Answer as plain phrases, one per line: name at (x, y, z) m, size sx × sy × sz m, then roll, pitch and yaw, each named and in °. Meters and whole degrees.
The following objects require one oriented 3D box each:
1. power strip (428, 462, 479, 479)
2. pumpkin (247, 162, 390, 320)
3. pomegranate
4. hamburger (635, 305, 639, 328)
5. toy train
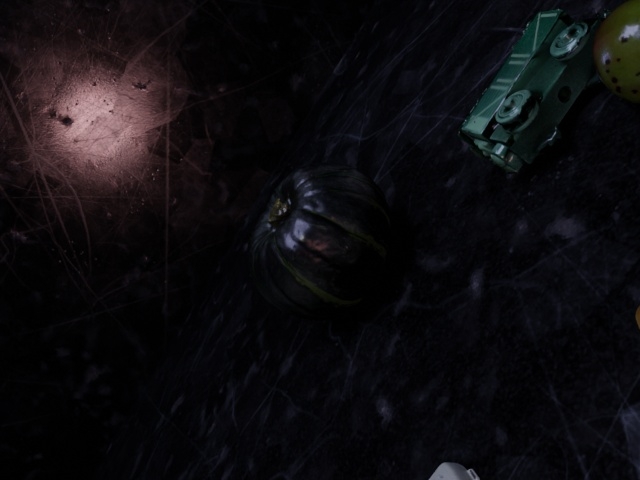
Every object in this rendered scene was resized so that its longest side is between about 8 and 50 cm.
power strip at (0.104, 0.371, 0.681) m, size 0.252 × 0.027 × 0.060 m, roll -56°, pitch 20°, yaw 7°
pumpkin at (0.000, 0.000, 1.136) m, size 0.323 × 0.241 × 0.323 m, roll -51°, pitch 21°, yaw 29°
pomegranate at (0.413, -0.245, 0.686) m, size 0.159 × 0.129 × 0.129 m, roll -40°, pitch 26°, yaw 26°
hamburger at (0.331, 0.015, 0.288) m, size 0.274 × 0.274 × 0.212 m, roll -107°, pitch 35°, yaw -64°
toy train at (0.333, -0.232, 0.868) m, size 0.269 × 0.115 × 0.154 m, roll -57°, pitch 23°, yaw 8°
